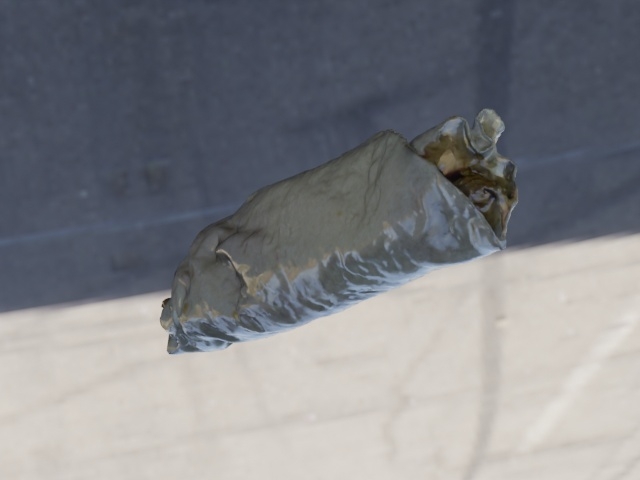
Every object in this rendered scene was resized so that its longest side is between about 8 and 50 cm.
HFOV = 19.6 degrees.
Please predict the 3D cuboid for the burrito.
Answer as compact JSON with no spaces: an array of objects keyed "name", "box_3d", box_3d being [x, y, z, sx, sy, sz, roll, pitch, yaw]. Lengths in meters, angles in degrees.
[{"name":"burrito","box_3d":[0.000,0.000,1.336,0.076,0.117,0.392,13,158,-34]}]
